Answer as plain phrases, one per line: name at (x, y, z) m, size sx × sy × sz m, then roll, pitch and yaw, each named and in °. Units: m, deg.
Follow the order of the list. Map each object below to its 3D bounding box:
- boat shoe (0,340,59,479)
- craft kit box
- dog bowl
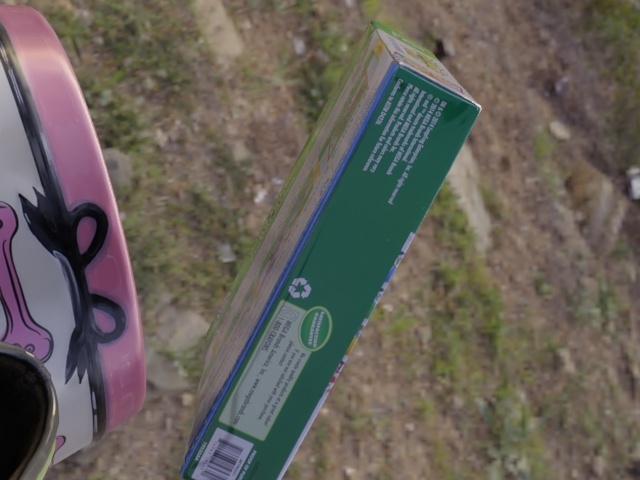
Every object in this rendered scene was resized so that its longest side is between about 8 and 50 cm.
boat shoe at (-0.180, 0.091, 0.515) m, size 0.091 × 0.305 × 0.109 m, roll -39°, pitch 89°, yaw 3°
craft kit box at (0.000, 0.000, 0.789) m, size 0.061 × 0.246 × 0.250 m, roll 26°, pitch 103°, yaw -10°
dog bowl at (-0.258, -0.006, 1.047) m, size 0.150 × 0.408 × 0.408 m, roll -15°, pitch 96°, yaw -18°
